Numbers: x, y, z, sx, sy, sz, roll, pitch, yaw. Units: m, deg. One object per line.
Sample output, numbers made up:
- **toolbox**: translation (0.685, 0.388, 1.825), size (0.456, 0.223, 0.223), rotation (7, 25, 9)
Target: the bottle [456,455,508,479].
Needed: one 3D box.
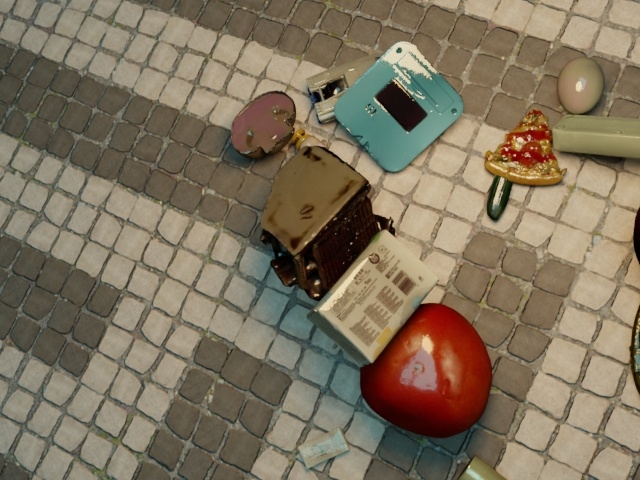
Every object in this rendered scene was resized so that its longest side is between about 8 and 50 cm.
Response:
- **bottle**: translation (0.389, 0.545, 1.404), size (0.202, 0.072, 0.072), rotation (36, 87, 16)

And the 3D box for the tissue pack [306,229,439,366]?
- **tissue pack**: translation (0.098, 0.121, 1.363), size (0.159, 0.145, 0.229), rotation (43, 68, -2)

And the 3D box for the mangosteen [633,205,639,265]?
- **mangosteen**: translation (0.778, -0.012, 1.308), size (0.293, 0.297, 0.297), rotation (-21, 72, -27)

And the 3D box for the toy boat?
- **toy boat**: translation (0.113, -0.397, 1.660), size (0.296, 0.088, 0.129), rotation (-19, 75, 7)

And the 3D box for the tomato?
- **tomato**: translation (0.219, 0.277, 1.420), size (0.299, 0.226, 0.298), rotation (-2, 81, 11)

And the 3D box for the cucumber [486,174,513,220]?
- **cucumber**: translation (0.412, -0.096, 1.554), size (0.048, 0.048, 0.105), rotation (16, 86, 15)

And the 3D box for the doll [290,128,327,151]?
- **doll**: translation (-0.010, -0.224, 1.663), size (0.084, 0.073, 0.127), rotation (-32, 68, -30)

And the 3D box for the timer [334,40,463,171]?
- **timer**: translation (0.186, -0.321, 1.607), size (0.250, 0.091, 0.232), rotation (-42, 98, 11)

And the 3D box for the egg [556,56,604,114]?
- **egg**: translation (0.599, -0.356, 1.539), size (0.103, 0.103, 0.134), rotation (5, 81, 13)

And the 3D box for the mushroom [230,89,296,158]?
- **mushroom**: translation (-0.135, -0.283, 1.673), size (0.188, 0.117, 0.141), rotation (-43, 83, 2)

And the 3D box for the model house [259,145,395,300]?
- **model house**: translation (0.000, 0.000, 1.504), size (0.297, 0.282, 0.317), rotation (-35, 41, -14)

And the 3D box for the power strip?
- **power strip**: translation (0.692, -0.215, 1.416), size (0.385, 0.062, 0.091), rotation (13, 41, 38)

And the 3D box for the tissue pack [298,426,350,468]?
- **tissue pack**: translation (0.008, 0.474, 1.526), size (0.108, 0.023, 0.056), rotation (-27, 74, 6)

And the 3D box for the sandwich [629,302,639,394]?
- **sandwich**: translation (0.747, 0.240, 1.375), size (0.212, 0.109, 0.291), rotation (17, 81, 16)

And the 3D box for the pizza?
- **pizza**: translation (0.487, -0.228, 1.559), size (0.188, 0.062, 0.198), rotation (10, 79, 12)
